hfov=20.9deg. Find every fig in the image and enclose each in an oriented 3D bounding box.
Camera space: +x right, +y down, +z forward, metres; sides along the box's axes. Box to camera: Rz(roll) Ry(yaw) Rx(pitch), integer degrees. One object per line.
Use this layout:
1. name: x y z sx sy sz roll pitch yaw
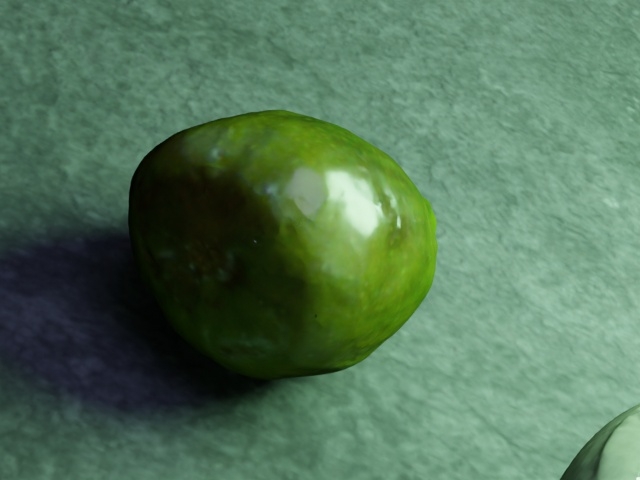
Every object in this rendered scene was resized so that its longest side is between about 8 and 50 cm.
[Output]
1. fig: -0.013 0.009 1.036 0.167 0.167 0.233 60 11 30

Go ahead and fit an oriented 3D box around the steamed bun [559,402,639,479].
1. steamed bun: 0.241 0.220 0.934 0.283 0.177 0.283 11 42 -10
